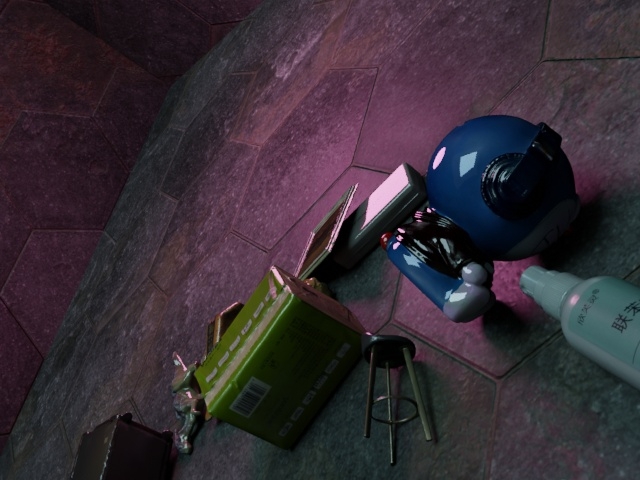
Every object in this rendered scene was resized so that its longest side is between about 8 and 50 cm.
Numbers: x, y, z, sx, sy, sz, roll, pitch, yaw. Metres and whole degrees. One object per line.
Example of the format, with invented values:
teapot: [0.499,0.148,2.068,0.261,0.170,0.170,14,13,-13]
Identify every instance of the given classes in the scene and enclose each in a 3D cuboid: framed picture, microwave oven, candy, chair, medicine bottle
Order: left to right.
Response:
microwave oven: [-0.462,0.559,1.814,0.178,0.188,0.247,-35,34,37]
candy: [-0.216,0.275,1.808,0.143,0.101,0.271,-40,36,47]
framed picture: [0.000,0.000,1.726,0.252,0.014,0.197,-48,16,55]
chair: [0.121,0.240,1.275,0.095,0.104,0.221,-19,43,14]
medicine bottle: [0.365,0.104,0.967,0.110,0.110,0.352,-56,26,3]

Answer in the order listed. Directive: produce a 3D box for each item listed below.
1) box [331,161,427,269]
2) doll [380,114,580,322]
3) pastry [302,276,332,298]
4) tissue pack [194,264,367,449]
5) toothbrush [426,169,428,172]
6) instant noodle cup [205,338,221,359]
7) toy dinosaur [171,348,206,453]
box: [0.117,-0.050,1.633,0.244,0.055,0.103,-44,29,24]
doll: [0.250,-0.045,1.188,0.310,0.240,0.284,-49,-2,5]
pastry: [-0.039,0.149,1.654,0.153,0.081,0.153,-45,28,33]
tissue pack: [-0.074,0.223,1.497,0.274,0.200,0.167,-55,27,7]
toothbrush: [0.251,-0.115,1.519,0.019,0.013,0.193,-50,26,0]
instant noodle cup: [-0.153,0.251,1.662,0.125,0.178,0.208,-102,35,-72]
toy dinosaur: [-0.317,0.369,1.897,0.162,0.077,0.294,-44,29,30]
